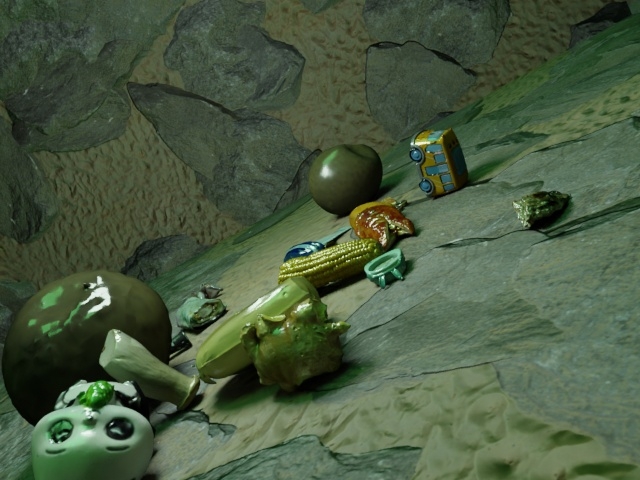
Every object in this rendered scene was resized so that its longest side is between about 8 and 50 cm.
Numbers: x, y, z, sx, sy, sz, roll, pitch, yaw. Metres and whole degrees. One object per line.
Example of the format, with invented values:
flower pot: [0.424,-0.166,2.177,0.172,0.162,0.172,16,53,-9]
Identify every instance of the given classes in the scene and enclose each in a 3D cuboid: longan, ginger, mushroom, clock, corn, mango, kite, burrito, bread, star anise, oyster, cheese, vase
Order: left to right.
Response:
longan: [-0.584,0.268,1.489,0.404,0.403,0.436,-29,11,5]
mushroom: [-0.391,0.295,1.289,0.096,0.247,0.108,-60,-1,7]
vase: [-0.469,0.335,1.727,0.167,0.059,0.059,-33,12,-15]
burrito: [-0.416,0.240,1.941,0.144,0.089,0.229,-34,14,-31]
star anise: [-0.471,0.219,2.219,0.172,0.063,0.208,-36,13,-22]
cheese: [-0.140,0.193,1.245,0.316,0.128,0.259,-39,-8,5]
kite: [-0.084,0.175,1.585,0.321,0.016,0.234,-18,18,48]
ginger: [-0.038,0.192,1.066,0.216,0.157,0.102,-23,-10,18]
corn: [0.023,0.064,1.515,0.313,0.101,0.102,-21,14,25]
longan: [0.108,-0.253,2.335,0.350,0.288,0.288,-25,6,-40]
mango: [0.170,-0.079,1.852,0.165,0.089,0.115,-22,13,19]
bread: [0.177,-0.043,1.670,0.139,0.095,0.269,-38,16,-3]
clock: [0.156,0.069,1.367,0.101,0.041,0.135,-28,13,9]
oyster: [0.457,-0.073,1.216,0.106,0.056,0.177,-8,19,43]

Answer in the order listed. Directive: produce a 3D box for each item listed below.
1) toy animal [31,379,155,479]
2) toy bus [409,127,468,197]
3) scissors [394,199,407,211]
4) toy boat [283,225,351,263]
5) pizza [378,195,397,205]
toy animal: [-0.420,0.369,1.086,0.213,0.212,0.267,-32,8,-11]
toy bus: [0.373,-0.245,1.789,0.136,0.209,0.126,-4,25,42]
scissors: [0.199,-0.086,1.988,0.220,0.017,0.088,-21,18,37]
toy boat: [0.000,0.000,2.009,0.291,0.066,0.221,-35,11,-36]
pizza: [0.237,-0.122,2.035,0.100,0.029,0.099,-38,22,-25]
